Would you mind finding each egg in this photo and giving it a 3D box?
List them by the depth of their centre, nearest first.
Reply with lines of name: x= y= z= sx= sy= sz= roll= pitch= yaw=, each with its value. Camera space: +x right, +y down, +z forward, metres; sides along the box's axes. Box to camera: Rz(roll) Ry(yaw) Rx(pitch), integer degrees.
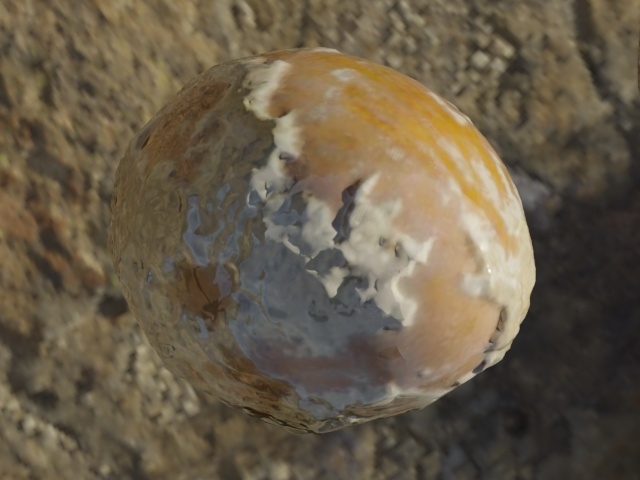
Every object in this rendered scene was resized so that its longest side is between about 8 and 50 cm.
egg: x=0.000 y=0.000 z=0.964 sx=0.195 sy=0.233 sz=0.194 roll=-15 pitch=108 yaw=-54

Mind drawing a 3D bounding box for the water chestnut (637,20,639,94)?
water chestnut: x=0.333 y=-0.131 z=1.264 sx=0.300 sy=0.300 sz=0.300 roll=-11 pitch=123 yaw=-18
